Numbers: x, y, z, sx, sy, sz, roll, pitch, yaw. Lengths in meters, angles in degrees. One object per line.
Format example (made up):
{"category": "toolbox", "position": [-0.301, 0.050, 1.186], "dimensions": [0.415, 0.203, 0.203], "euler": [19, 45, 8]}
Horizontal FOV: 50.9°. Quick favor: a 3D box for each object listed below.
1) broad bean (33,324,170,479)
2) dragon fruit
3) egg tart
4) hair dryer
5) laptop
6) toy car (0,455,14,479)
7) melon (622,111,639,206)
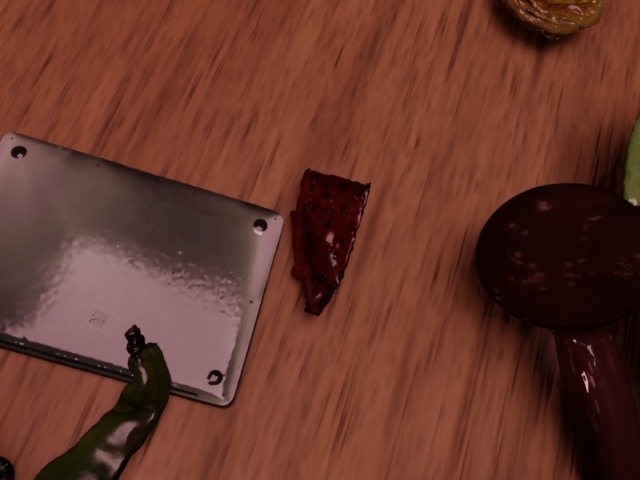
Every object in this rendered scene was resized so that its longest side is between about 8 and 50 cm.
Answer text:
{"category": "broad bean", "position": [-0.172, 0.163, 0.519], "dimensions": [0.061, 0.046, 0.195], "euler": [36, 73, -28]}
{"category": "dragon fruit", "position": [-0.003, -0.002, 0.607], "dimensions": [0.063, 0.097, 0.131], "euler": [19, 87, -1]}
{"category": "egg tart", "position": [0.257, -0.276, 0.764], "dimensions": [0.130, 0.052, 0.130], "euler": [4, 69, -11]}
{"category": "hair dryer", "position": [0.241, 0.120, 0.524], "dimensions": [0.123, 0.312, 0.340], "euler": [-17, 96, -8]}
{"category": "laptop", "position": [-0.180, 0.021, 0.586], "dimensions": [0.269, 0.015, 0.187], "euler": [17, 68, -5]}
{"category": "toy car", "position": [-0.304, 0.131, 0.475], "dimensions": [0.108, 0.089, 0.209], "euler": [-27, 83, -20]}
{"category": "melon", "position": [0.418, -0.005, 0.617], "dimensions": [0.331, 0.226, 0.343], "euler": [-10, 61, -22]}
